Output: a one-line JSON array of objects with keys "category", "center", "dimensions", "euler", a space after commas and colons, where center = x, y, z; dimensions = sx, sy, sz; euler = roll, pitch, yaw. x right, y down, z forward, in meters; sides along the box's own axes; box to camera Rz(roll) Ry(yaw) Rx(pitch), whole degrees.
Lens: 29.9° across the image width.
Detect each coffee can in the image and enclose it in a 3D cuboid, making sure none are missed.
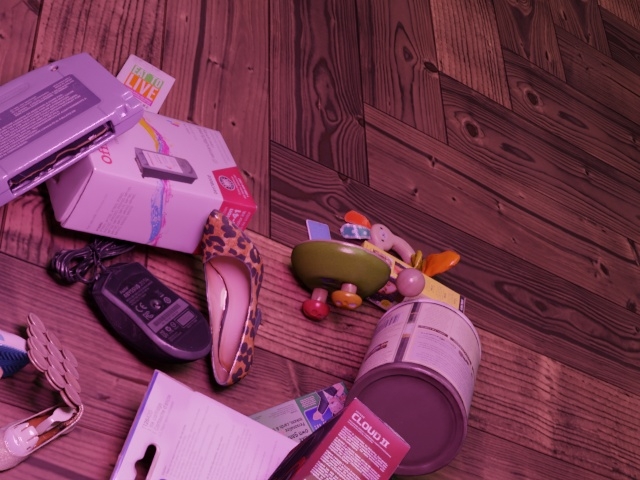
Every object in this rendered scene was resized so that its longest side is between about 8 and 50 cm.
[{"category": "coffee can", "center": [0.163, 0.243, 2.039], "dimensions": [0.201, 0.201, 0.275], "euler": [44, 24, -6]}]

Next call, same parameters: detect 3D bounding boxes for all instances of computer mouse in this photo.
[{"category": "computer mouse", "center": [-0.286, 0.102, 1.892], "dimensions": [0.272, 0.072, 0.188], "euler": [43, 36, 10]}]

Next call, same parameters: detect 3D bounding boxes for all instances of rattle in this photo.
[{"category": "rattle", "center": [0.149, 0.002, 2.335], "dimensions": [0.130, 0.143, 0.199], "euler": [-34, 90, -33]}]

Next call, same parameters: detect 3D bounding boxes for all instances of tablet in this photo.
[{"category": "tablet", "center": [0.000, 0.000, 2.293], "dimensions": [0.054, 0.006, 0.083], "euler": [15, 50, -36]}]

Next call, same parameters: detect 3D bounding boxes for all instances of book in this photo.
[{"category": "book", "center": [-0.333, -0.269, 2.182], "dimensions": [0.096, 0.035, 0.144], "euler": [32, 42, -14]}]

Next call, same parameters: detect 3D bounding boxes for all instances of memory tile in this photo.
[{"category": "memory tile", "center": [-0.381, 0.171, 1.709], "dimensions": [0.113, 0.012, 0.148], "euler": [52, 3, -26]}]

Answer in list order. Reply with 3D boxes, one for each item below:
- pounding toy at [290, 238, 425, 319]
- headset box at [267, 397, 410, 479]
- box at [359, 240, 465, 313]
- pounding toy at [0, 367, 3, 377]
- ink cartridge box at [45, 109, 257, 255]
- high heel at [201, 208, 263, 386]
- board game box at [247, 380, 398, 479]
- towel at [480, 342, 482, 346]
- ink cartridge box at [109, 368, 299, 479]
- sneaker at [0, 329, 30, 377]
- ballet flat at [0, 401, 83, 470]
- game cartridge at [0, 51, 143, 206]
[{"category": "pounding toy", "center": [0.052, 0.092, 2.140], "dimensions": [0.237, 0.183, 0.110], "euler": [17, 67, -7]}, {"category": "headset box", "center": [-0.018, 0.362, 1.643], "dimensions": [0.110, 0.218, 0.293], "euler": [43, 50, 0]}, {"category": "box", "center": [0.157, 0.096, 2.282], "dimensions": [0.232, 0.087, 0.058], "euler": [28, 39, -13]}, {"category": "pounding toy", "center": [-0.522, 0.200, 1.505], "dimensions": [0.154, 0.155, 0.269], "euler": [44, 39, -12]}, {"category": "ink cartridge box", "center": [-0.286, -0.106, 1.971], "dimensions": [0.306, 0.131, 0.226], "euler": [14, 34, -37]}, {"category": "high heel", "center": [-0.152, 0.096, 1.915], "dimensions": [0.186, 0.093, 0.261], "euler": [-72, 153, -52]}, {"category": "board game box", "center": [-0.025, 0.364, 1.934], "dimensions": [0.317, 0.046, 0.213], "euler": [-12, 69, -48]}, {"category": "towel", "center": [0.229, 0.204, 2.332], "dimensions": [0.237, 0.021, 0.102], "euler": [-24, 76, -50]}, {"category": "ink cartridge box", "center": [-0.163, 0.385, 1.727], "dimensions": [0.307, 0.072, 0.303], "euler": [28, 53, -12]}, {"category": "sneaker", "center": [-0.500, 0.124, 1.649], "dimensions": [0.229, 0.087, 0.092], "euler": [22, 38, -35]}, {"category": "ballet flat", "center": [-0.396, 0.262, 1.658], "dimensions": [0.057, 0.052, 0.168], "euler": [53, 39, 5]}, {"category": "game cartridge", "center": [-0.441, -0.174, 1.831], "dimensions": [0.294, 0.060, 0.196], "euler": [-34, 55, -20]}]
